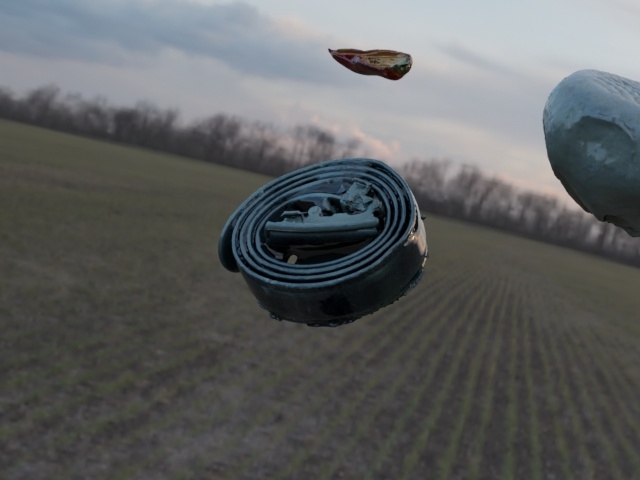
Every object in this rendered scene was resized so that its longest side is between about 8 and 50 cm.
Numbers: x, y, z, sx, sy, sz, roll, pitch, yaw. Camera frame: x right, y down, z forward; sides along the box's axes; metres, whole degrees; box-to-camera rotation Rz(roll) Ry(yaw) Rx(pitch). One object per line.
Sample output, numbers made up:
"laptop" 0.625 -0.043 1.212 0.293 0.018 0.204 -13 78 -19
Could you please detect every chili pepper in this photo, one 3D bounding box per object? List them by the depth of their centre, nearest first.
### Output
"chili pepper" 0.060 -0.225 1.440 0.045 0.027 0.178 -38 34 -24

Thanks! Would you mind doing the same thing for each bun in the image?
"bun" 0.456 -0.110 1.608 0.355 0.194 0.354 20 18 -7

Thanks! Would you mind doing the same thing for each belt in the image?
"belt" 0.000 0.000 1.434 0.268 0.206 0.116 -13 -40 10
